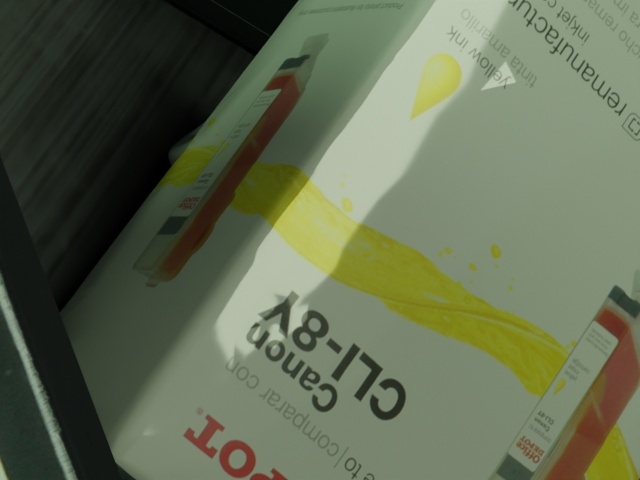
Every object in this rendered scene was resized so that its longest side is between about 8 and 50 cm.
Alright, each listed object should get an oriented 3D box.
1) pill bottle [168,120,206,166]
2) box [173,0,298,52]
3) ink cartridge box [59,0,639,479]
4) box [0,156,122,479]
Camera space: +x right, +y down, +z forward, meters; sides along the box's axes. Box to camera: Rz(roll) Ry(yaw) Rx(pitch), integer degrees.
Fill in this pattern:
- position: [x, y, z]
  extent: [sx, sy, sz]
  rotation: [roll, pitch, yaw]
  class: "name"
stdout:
- position: [0.000, 0.000, 1.202]
  extent: [0.193, 0.108, 0.108]
  rotation: [59, 39, -8]
  class: "pill bottle"
- position: [0.012, -0.201, 1.261]
  extent: [0.261, 0.184, 0.103]
  rotation: [29, 48, -37]
  class: "box"
- position: [0.058, 0.031, 1.075]
  extent: [0.279, 0.160, 0.384]
  rotation: [42, 74, -25]
  class: "ink cartridge box"
- position: [-0.244, 0.050, 0.704]
  extent: [0.183, 0.294, 0.296]
  rotation: [-147, -143, -86]
  class: "box"
